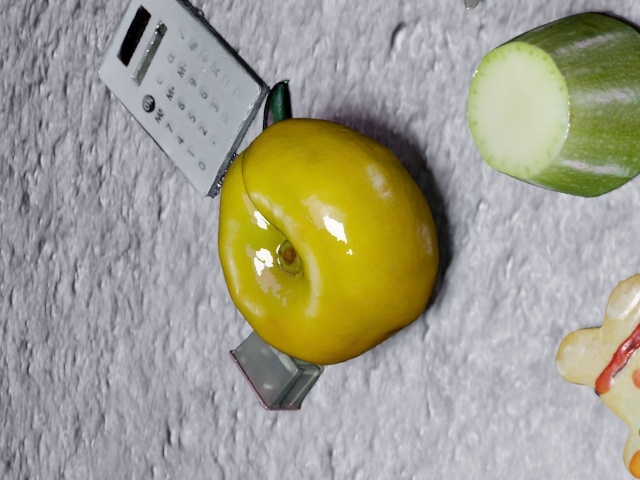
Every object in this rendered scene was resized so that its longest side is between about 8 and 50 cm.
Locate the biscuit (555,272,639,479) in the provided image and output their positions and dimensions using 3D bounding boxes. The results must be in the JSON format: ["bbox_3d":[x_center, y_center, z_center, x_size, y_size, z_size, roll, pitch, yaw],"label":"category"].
[{"bbox_3d":[0.308,0.142,1.368,0.234,0.030,0.153,56,127,29],"label":"biscuit"}]

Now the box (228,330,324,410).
[{"bbox_3d":[-0.044,0.132,1.689,0.063,0.060,0.085,-48,58,24],"label":"box"}]

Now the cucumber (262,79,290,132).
[{"bbox_3d":[-0.047,-0.082,1.704,0.036,0.033,0.184,-11,81,62],"label":"cucumber"}]

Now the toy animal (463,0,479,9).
[{"bbox_3d":[0.142,-0.350,1.476,0.155,0.095,0.219,51,122,26],"label":"toy animal"}]

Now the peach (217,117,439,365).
[{"bbox_3d":[0.000,0.000,1.566,0.251,0.153,0.251,14,110,41],"label":"peach"}]

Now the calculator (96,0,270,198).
[{"bbox_3d":[-0.165,-0.187,1.824,0.262,0.021,0.161,47,121,33],"label":"calculator"}]

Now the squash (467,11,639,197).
[{"bbox_3d":[0.209,-0.119,1.404,0.170,0.122,0.170,9,102,44],"label":"squash"}]
